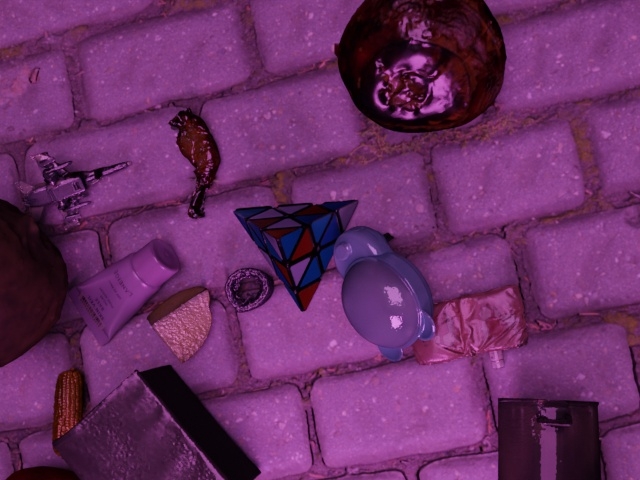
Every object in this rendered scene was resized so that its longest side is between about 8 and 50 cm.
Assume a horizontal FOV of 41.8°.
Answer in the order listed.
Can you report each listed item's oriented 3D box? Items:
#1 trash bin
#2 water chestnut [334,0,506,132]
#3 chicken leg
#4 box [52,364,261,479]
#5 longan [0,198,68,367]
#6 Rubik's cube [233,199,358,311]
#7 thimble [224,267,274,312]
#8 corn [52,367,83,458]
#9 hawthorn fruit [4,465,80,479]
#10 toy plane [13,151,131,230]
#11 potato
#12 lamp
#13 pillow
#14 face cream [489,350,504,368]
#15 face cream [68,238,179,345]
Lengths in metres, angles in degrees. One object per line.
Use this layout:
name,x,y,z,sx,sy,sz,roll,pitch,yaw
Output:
trash bin,0.450,0.465,1.660,0.203,0.252,0.301,0,81,6
water chestnut,0.203,-0.389,1.714,0.350,0.302,0.350,3,128,4
chicken leg,-0.278,-0.175,1.894,0.106,0.051,0.253,-9,87,15
box,-0.341,0.472,1.797,0.251,0.204,0.345,-42,80,5
longan,-0.732,0.091,1.788,0.391,0.391,0.391,0,88,9
Rubik's cube,0.000,0.000,1.831,0.234,0.284,0.250,-33,109,-14
thimble,-0.158,0.106,1.856,0.104,0.066,0.095,-41,83,3
corn,-0.575,0.396,1.912,0.068,0.068,0.207,3,87,10
hawthorn fruit,-0.635,0.588,1.833,0.230,0.210,0.266,-31,120,21
toy plane,-0.559,-0.130,1.920,0.262,0.088,0.192,-18,112,5
potato,-0.297,0.183,1.886,0.149,0.081,0.120,-34,114,-10
lamp,0.123,0.102,1.750,0.209,0.147,0.284,-42,59,47
pillow,0.310,0.180,1.775,0.248,0.049,0.135,-15,84,17
face cream,0.369,0.215,1.785,0.038,0.020,0.115,-12,85,10
face cream,-0.445,0.106,1.900,0.274,0.096,0.154,-37,86,19
